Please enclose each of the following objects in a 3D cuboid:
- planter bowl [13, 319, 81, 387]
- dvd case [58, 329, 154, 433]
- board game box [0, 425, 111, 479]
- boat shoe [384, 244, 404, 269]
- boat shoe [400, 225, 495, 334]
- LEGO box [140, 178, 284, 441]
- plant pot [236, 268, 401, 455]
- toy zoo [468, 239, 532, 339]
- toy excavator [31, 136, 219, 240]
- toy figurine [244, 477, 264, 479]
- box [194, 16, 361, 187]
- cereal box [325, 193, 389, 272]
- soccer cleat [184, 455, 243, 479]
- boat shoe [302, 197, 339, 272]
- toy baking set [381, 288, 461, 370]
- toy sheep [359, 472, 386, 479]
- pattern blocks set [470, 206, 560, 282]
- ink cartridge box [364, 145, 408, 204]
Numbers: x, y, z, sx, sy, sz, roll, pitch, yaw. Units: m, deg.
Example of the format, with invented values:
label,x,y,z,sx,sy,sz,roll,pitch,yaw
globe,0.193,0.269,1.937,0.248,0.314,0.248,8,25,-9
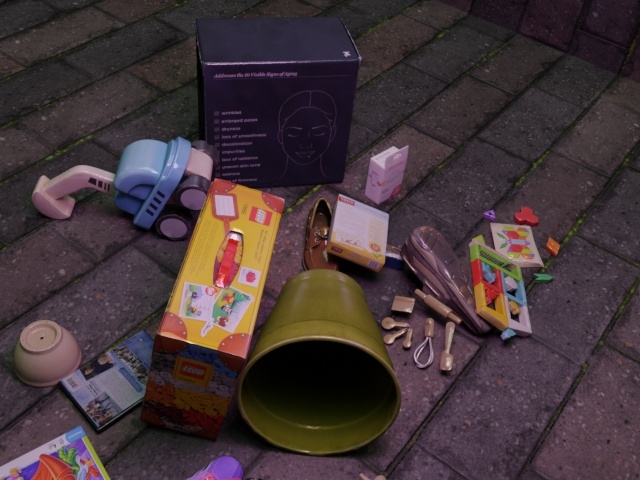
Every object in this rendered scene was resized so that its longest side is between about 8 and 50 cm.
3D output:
label,x,y,z,sx,sy,sz,roll,pitch,yaw
planter bowl,-0.687,0.268,1.741,0.162,0.109,0.162,3,44,-3
dvd case,-0.495,0.346,1.748,0.253,0.022,0.180,-32,57,-33
board game box,-0.612,0.575,1.460,0.347,0.078,0.233,-25,53,-29
boat shoe,0.170,0.033,2.128,0.183,0.066,0.066,21,41,0
boat shoe,0.362,0.124,2.012,0.132,0.130,0.355,-18,69,-46
LEGO box,-0.257,0.161,1.700,0.193,0.372,0.500,16,45,-6
plant pot,0.000,0.259,1.701,0.366,0.366,0.353,5,33,-2
toy zoo,0.512,0.152,1.991,0.192,0.030,0.293,27,45,-25
toy excavator,-0.582,-0.173,2.095,0.445,0.433,0.222,25,40,-22
toy figurine,-0.148,0.623,1.434,0.209,0.148,0.213,-32,58,-26
box,-0.154,-0.442,2.271,0.480,0.471,0.297,-4,46,-12
cereal box,0.112,-0.026,2.070,0.173,0.047,0.240,22,38,-8
soccer cleat,-0.288,0.563,1.486,0.108,0.116,0.318,37,52,27
boat shoe,0.000,0.000,2.103,0.111,0.104,0.307,0,46,-10
toy baking set,0.285,0.246,1.921,0.256,0.030,0.197,32,68,30
toy sheep,0.100,0.576,1.550,0.091,0.091,0.132,37,81,27
pattern blocks set,0.621,0.013,2.227,0.285,0.026,0.325,-6,46,-13
ink cartridge box,0.217,-0.229,2.296,0.115,0.198,0.067,-31,56,-33
